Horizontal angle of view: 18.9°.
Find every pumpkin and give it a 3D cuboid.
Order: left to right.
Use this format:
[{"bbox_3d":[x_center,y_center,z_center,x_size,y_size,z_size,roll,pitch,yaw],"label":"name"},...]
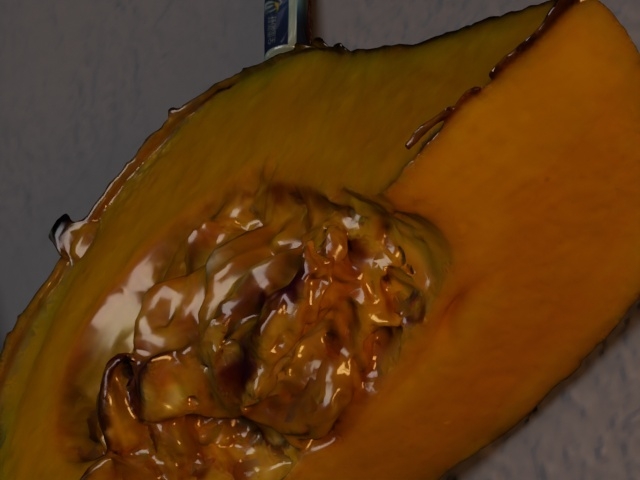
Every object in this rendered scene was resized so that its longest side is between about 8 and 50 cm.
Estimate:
[{"bbox_3d":[0.005,0.000,0.665,0.278,0.111,0.163,-45,33,21],"label":"pumpkin"}]

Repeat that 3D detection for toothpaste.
[{"bbox_3d":[-0.014,-0.097,0.776,0.027,0.019,0.083,-43,40,47],"label":"toothpaste"}]
